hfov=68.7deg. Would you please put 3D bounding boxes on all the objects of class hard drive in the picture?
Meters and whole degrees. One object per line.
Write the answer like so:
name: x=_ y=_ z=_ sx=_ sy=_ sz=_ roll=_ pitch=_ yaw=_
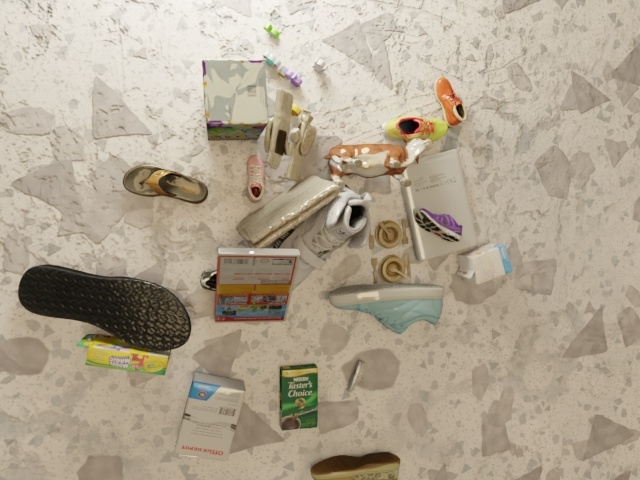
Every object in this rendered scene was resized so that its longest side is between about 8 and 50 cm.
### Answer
hard drive: x=0.363 y=-0.111 z=1.453 sx=0.203 sy=0.040 sz=0.308 roll=-15 pitch=97 yaw=-12

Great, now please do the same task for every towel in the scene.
towel: x=-0.090 y=-0.080 z=1.265 sx=0.282 sy=0.187 sz=0.049 roll=-35 pitch=116 yaw=-9

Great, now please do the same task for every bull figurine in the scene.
bull figurine: x=0.167 y=-0.223 z=1.319 sx=0.310 sy=0.188 sz=0.101 roll=-5 pitch=118 yaw=4

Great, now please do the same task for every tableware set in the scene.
tableware set: x=0.218 y=0.035 z=1.427 sx=0.128 sy=0.039 sz=0.194 roll=-8 pitch=95 yaw=-13

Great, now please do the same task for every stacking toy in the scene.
stacking toy: x=-0.108 y=-0.479 z=1.308 sx=0.221 sy=0.052 sz=0.167 roll=34 pitch=85 yaw=-13

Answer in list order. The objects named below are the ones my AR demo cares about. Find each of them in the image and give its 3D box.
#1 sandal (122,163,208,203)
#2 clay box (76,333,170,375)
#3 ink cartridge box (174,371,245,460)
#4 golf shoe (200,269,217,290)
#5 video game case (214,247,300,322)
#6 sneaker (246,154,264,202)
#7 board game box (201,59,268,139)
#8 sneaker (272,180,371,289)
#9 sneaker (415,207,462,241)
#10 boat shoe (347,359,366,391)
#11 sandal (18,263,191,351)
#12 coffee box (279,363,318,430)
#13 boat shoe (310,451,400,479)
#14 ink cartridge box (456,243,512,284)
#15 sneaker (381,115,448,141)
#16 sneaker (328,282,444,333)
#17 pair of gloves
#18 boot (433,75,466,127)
sandal: x=-0.411 y=-0.147 z=1.250 sx=0.219 sy=0.060 sz=0.090 roll=16 pitch=90 yaw=-14
clay box: x=-0.509 y=0.294 z=1.220 sx=0.222 sy=0.127 sz=0.053 roll=11 pitch=90 yaw=-14
ink cartridge box: x=-0.306 y=0.488 z=1.303 sx=0.148 sy=0.086 sz=0.203 roll=16 pitch=91 yaw=-14
golf shoe: x=-0.231 y=0.107 z=1.295 sx=0.198 sy=0.094 sz=0.077 roll=-11 pitch=95 yaw=-14
video game case: x=-0.176 y=0.127 z=1.251 sx=0.204 sy=0.025 sz=0.285 roll=1 pitch=134 yaw=-14
sneaker: x=-0.178 y=-0.173 z=1.301 sx=0.050 sy=0.070 sz=0.134 roll=0 pitch=92 yaw=-12
board game box: x=-0.218 y=-0.339 z=1.173 sx=0.142 sy=0.275 sz=0.144 roll=-4 pitch=94 yaw=-12
sneaker: x=0.000 y=0.000 z=1.274 sx=0.137 sy=0.210 sz=0.366 roll=37 pitch=83 yaw=-26
sneaker: x=0.358 y=-0.056 z=1.412 sx=0.169 sy=0.068 sz=0.071 roll=27 pitch=71 yaw=-22
boat shoe: x=0.114 y=0.418 z=1.429 sx=0.035 sy=0.035 sz=0.100 roll=24 pitch=81 yaw=-11
sandal: x=-0.544 y=0.160 z=1.228 sx=0.445 sy=0.107 sz=0.168 roll=18 pitch=90 yaw=-2
coffee box: x=-0.064 y=0.462 z=1.384 sx=0.113 sy=0.040 sz=0.184 roll=1 pitch=93 yaw=-14
boat shoe: x=0.109 y=0.707 z=1.410 sx=0.285 sy=0.104 sz=0.089 roll=2 pitch=90 yaw=-15
ink cartridge box: x=0.507 y=0.074 z=1.473 sx=0.143 sy=0.092 sz=0.090 roll=-18 pitch=97 yaw=-13
sneaker: x=0.294 y=-0.332 z=1.394 sx=0.208 sy=0.094 sz=0.082 roll=-7 pitch=93 yaw=-15
sneaker: x=0.203 y=0.207 z=1.386 sx=0.365 sy=0.135 sz=0.150 roll=1 pitch=90 yaw=-13
pair of gloves: x=-0.074 y=-0.271 z=1.252 sx=0.042 sy=0.240 sz=0.204 roll=16 pitch=90 yaw=21
boot: x=0.398 y=-0.428 z=1.420 sx=0.059 sy=0.084 sz=0.158 roll=-23 pitch=97 yaw=-10
